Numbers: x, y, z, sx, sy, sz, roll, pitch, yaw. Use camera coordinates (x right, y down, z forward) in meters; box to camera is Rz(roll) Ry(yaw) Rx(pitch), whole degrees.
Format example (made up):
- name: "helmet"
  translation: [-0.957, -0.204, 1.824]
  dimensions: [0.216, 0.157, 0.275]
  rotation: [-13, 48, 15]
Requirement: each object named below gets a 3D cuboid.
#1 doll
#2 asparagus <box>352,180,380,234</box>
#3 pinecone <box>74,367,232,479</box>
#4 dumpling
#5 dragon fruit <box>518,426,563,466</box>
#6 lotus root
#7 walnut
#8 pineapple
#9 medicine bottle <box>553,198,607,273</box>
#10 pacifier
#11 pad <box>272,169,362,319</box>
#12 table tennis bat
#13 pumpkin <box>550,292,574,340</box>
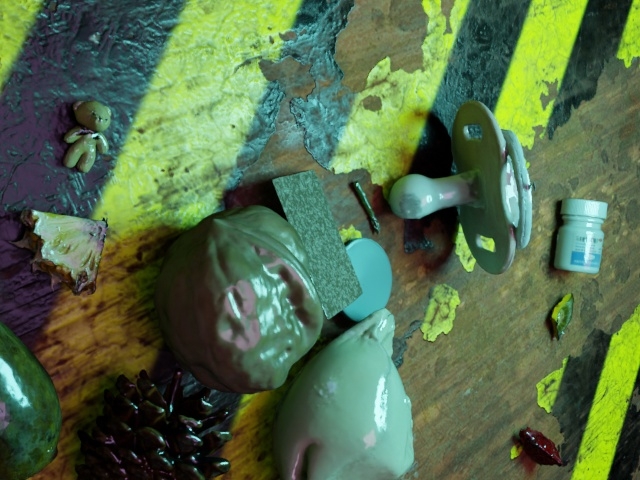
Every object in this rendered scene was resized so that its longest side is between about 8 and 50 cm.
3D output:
- name: "doll"
  translation: [-0.319, -0.143, 0.966]
  dimensions: [0.061, 0.051, 0.093]
  rotation: [16, 114, -39]
- name: "asparagus"
  translation: [0.086, -0.060, 1.296]
  dimensions: [0.015, 0.014, 0.114]
  rotation: [-42, 118, -26]
- name: "pinecone"
  translation: [-0.223, 0.282, 0.971]
  dimensions: [0.202, 0.229, 0.201]
  rotation: [31, 47, -35]
- name: "dumpling"
  translation: [0.055, 0.319, 1.232]
  dimensions: [0.315, 0.233, 0.395]
  rotation: [66, 37, -60]
- name: "dragon fruit"
  translation: [0.511, 0.469, 1.654]
  dimensions: [0.131, 0.097, 0.063]
  rotation: [41, 66, -13]
- name: "lotus root"
  translation: [-0.417, 0.178, 0.845]
  dimensions: [0.160, 0.152, 0.275]
  rotation: [-49, 123, -34]
- name: "walnut"
  translation: [-0.118, 0.083, 1.017]
  dimensions: [0.273, 0.227, 0.273]
  rotation: [-9, 103, -41]
- name: "pineapple"
  translation: [-0.335, 0.003, 0.942]
  dimensions: [0.116, 0.069, 0.137]
  rotation: [-43, 117, -26]
- name: "medicine bottle"
  translation: [0.607, -0.010, 1.651]
  dimensions: [0.105, 0.105, 0.168]
  rotation: [6, 91, -38]
- name: "pacifier"
  translation: [0.282, -0.094, 1.328]
  dimensions: [0.220, 0.273, 0.332]
  rotation: [-28, 112, -61]
- name: "pad"
  translation: [0.000, 0.000, 1.156]
  dimensions: [0.158, 0.003, 0.235]
  rotation: [-25, 93, -63]
- name: "table tennis bat"
  translation: [0.052, 0.050, 1.268]
  dimensions: [0.244, 0.040, 0.153]
  rotation: [42, 65, -36]
- name: "pumpkin"
  translation: [0.576, 0.180, 1.694]
  dimensions: [0.101, 0.035, 0.073]
  rotation: [-50, 133, -27]
